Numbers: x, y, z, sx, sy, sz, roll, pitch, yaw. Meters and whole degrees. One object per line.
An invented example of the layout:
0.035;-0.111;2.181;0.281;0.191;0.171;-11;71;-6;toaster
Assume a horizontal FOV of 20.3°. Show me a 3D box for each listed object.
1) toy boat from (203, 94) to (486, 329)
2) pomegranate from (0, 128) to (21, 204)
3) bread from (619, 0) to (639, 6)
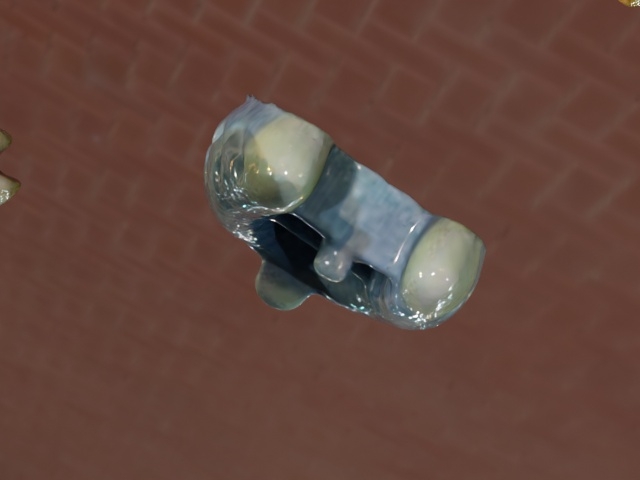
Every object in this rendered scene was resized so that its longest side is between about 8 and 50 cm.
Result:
0.000;0.000;1.300;0.215;0.123;0.330;32;178;-10;toy boat
-0.256;-0.024;0.835;0.210;0.179;0.179;-18;148;3;pomegranate
0.228;-0.248;1.216;0.103;0.065;0.187;19;125;51;bread
